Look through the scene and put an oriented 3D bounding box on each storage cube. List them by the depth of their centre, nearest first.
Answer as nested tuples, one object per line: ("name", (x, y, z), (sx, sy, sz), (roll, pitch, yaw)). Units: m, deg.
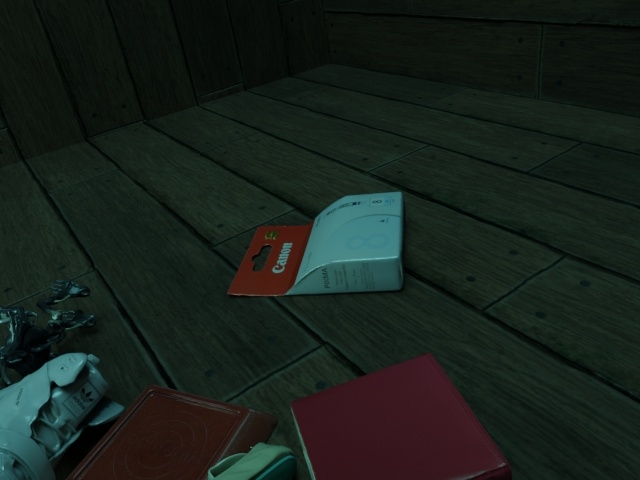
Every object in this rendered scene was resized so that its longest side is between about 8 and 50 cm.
("storage cube", (0.090, 0.285, 0.656), (0.193, 0.184, 0.215), (-17, 31, -10))

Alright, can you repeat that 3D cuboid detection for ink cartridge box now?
("ink cartridge box", (0.000, 0.000, 1.263), (0.384, 0.091, 0.308), (-2, 31, 11))

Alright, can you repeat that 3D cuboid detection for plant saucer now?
("plant saucer", (-0.234, 0.322, 0.825), (0.258, 0.048, 0.259), (5, 33, 24))

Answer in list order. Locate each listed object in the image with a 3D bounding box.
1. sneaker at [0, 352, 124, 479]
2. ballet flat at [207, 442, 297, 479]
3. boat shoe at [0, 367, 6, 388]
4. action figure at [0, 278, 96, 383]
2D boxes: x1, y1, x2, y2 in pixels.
("sneaker", (-0.408, 0.280, 0.793), (0.210, 0.138, 0.365), (-31, 22, -15))
("ballet flat", (-0.136, 0.334, 0.710), (0.086, 0.086, 0.248), (16, 20, 37))
("boat shoe", (-0.671, 0.301, 0.890), (0.130, 0.133, 0.355), (-22, 12, 13))
("action figure", (-0.550, 0.181, 1.048), (0.140, 0.164, 0.276), (-9, 15, 11))
